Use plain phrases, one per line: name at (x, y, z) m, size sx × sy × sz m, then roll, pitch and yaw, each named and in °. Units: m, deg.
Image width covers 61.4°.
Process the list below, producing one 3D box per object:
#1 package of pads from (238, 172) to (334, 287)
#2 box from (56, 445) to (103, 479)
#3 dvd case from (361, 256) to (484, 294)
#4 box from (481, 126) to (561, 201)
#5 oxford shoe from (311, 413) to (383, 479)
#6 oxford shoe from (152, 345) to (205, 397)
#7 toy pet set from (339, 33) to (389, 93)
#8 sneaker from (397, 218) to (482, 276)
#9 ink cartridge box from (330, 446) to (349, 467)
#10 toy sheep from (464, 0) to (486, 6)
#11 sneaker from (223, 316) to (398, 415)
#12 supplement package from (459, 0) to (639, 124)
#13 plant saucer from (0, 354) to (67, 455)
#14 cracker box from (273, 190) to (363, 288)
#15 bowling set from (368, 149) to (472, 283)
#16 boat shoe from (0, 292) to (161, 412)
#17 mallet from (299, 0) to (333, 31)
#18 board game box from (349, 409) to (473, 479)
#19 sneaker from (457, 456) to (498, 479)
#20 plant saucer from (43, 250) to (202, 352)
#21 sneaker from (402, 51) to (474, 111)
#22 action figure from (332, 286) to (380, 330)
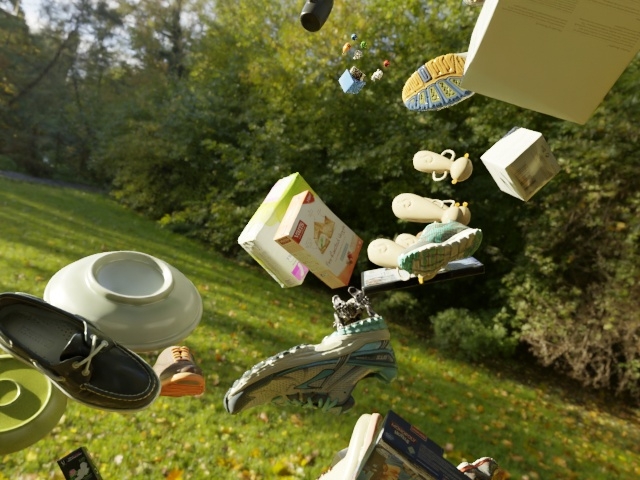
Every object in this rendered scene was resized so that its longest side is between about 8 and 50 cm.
package of pads at (-0.095, -0.037, 1.661) m, size 0.101 × 0.296 × 0.229 m, roll -11°, pitch -50°, yaw 46°
box at (-0.484, 0.467, 1.091) m, size 0.083 × 0.052 × 0.062 m, roll 58°, pitch -21°, yaw 10°
dvd case at (0.215, 0.071, 1.185) m, size 0.253 × 0.022 × 0.180 m, roll -11°, pitch 6°, yaw 5°
box at (0.405, -0.156, 1.092) m, size 0.101 × 0.102 × 0.087 m, roll 46°, pitch 2°, yaw -28°
oxford shoe at (0.023, 0.562, 1.203) m, size 0.147 × 0.396 × 0.140 m, roll 18°, pitch -15°, yaw 25°
oxford shoe at (-0.384, 0.337, 1.412) m, size 0.130 × 0.132 × 0.364 m, roll 13°, pitch -21°, yaw -26°
toy pet set at (0.095, -0.440, 1.390) m, size 0.122 × 0.065 × 0.114 m, roll 34°, pitch -41°, yaw -13°
sneaker at (0.191, 0.008, 0.916) m, size 0.167 × 0.064 × 0.076 m, roll -16°, pitch 39°, yaw -27°
ink cartridge box at (0.121, 0.583, 1.398) m, size 0.151 × 0.063 × 0.109 m, roll -8°, pitch 39°, yaw -38°
toy sheep at (0.412, -0.661, 1.418) m, size 0.091 × 0.091 × 0.132 m, roll 17°, pitch 36°, yaw -3°
sneaker at (-0.006, 0.218, 0.829) m, size 0.283 × 0.122 × 0.110 m, roll -21°, pitch -15°, yaw -12°
supplement package at (0.327, -0.306, 0.746) m, size 0.194 × 0.149 × 0.203 m, roll 18°, pitch -35°, yaw 3°
plant saucer at (-0.650, 0.321, 1.103) m, size 0.241 × 0.037 × 0.240 m, roll 14°, pitch 37°, yaw -11°
cracker box at (0.000, 0.000, 1.442) m, size 0.232 × 0.155 × 0.067 m, roll 40°, pitch -37°, yaw -26°
bowling set at (0.247, -0.029, 1.127) m, size 0.154 × 0.286 × 0.200 m, roll 20°, pitch -9°, yaw 38°
boat shoe at (-0.400, 0.181, 0.867) m, size 0.303 × 0.114 × 0.091 m, roll 22°, pitch -37°, yaw 0°
mallet at (-0.023, -0.397, 0.764) m, size 0.039 × 0.062 × 0.189 m, roll 8°, pitch -39°, yaw 26°
board game box at (0.123, 0.383, 0.825) m, size 0.194 × 0.194 × 0.060 m, roll 37°, pitch 34°, yaw 1°
sneaker at (0.350, 0.522, 1.178) m, size 0.158 × 0.061 × 0.065 m, roll 10°, pitch 23°, yaw -41°
plant saucer at (-0.504, 0.126, 1.423) m, size 0.401 × 0.100 × 0.400 m, roll 15°, pitch 28°, yaw -8°
sneaker at (0.324, -0.348, 1.158) m, size 0.297 × 0.111 × 0.131 m, roll -24°, pitch -14°, yaw 14°
action figure at (0.118, 0.266, 1.877) m, size 0.140 × 0.164 × 0.275 m, roll 61°, pitch -3°, yaw 26°
